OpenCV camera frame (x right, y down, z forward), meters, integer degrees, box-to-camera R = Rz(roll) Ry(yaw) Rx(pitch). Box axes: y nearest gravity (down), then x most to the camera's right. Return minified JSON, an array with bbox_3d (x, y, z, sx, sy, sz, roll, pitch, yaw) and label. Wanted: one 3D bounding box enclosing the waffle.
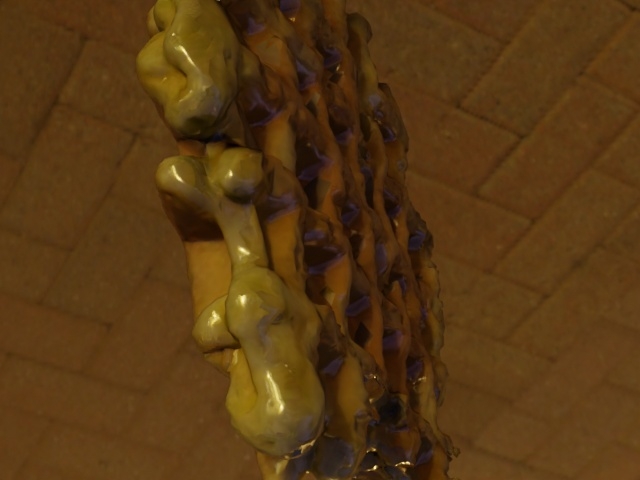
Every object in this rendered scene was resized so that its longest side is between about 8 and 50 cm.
[{"bbox_3d":[0.003,0.000,0.527,0.058,0.282,0.301,-15,176,15],"label":"waffle"}]
